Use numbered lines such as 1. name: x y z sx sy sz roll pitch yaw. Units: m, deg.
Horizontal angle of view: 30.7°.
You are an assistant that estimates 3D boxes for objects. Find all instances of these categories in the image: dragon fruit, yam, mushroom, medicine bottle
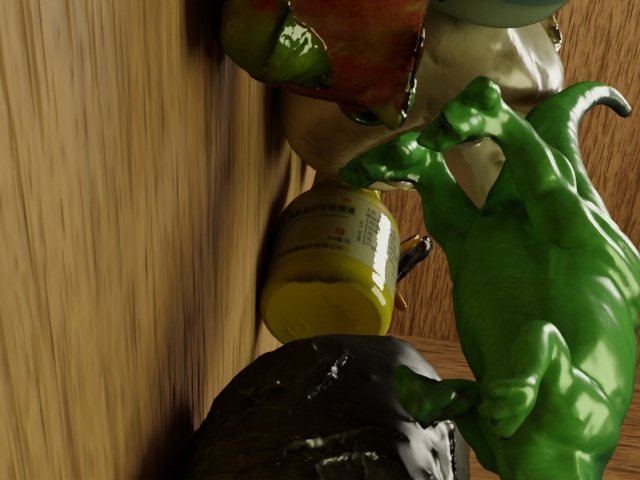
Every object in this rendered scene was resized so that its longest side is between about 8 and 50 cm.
1. dragon fruit: 0.023 -0.193 0.672 0.268 0.130 0.295 -80 -178 -53
2. yam: 0.000 0.178 0.691 0.201 0.202 0.271 56 21 -8
3. mushroom: 0.095 -0.102 1.003 0.254 0.260 0.234 129 -52 -68
4. medicine bottle: 0.016 -0.001 1.113 0.212 0.122 0.121 -79 175 -46

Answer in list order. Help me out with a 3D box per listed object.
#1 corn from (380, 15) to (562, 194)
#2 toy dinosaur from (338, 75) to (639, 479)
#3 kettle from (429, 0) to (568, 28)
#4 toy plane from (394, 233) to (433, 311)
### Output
1. corn: 0.111 -0.154 1.240 0.344 0.131 0.131 -37 -144 49
2. toy dinosaur: 0.203 0.052 0.771 0.500 0.144 0.374 -16 73 -50
3. kettle: 0.152 -0.374 0.803 0.247 0.319 0.342 -35 172 -41
4. toy plane: 0.019 0.094 1.456 0.103 0.204 0.316 59 -22 11
